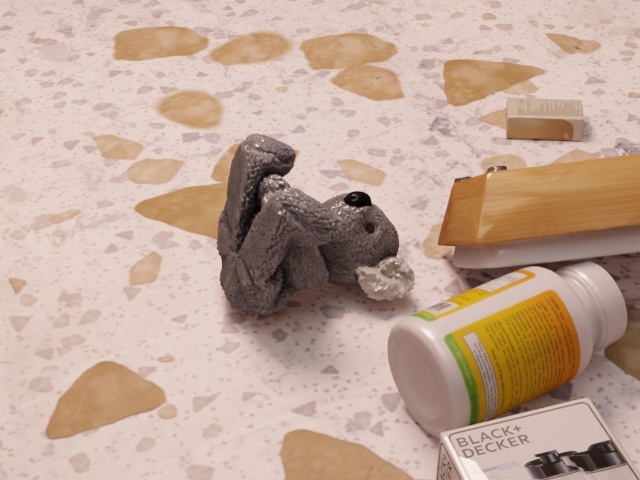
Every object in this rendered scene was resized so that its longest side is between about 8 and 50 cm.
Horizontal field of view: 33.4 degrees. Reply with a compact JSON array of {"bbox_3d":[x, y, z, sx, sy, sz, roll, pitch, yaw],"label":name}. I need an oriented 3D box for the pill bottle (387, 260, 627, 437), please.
[{"bbox_3d":[0.209,0.109,1.171,0.245,0.136,0.136,-21,41,-22],"label":"pill bottle"}]

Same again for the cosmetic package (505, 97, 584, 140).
[{"bbox_3d":[0.340,-0.185,1.624,0.115,0.041,0.060,3,38,8],"label":"cosmetic package"}]

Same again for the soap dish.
[{"bbox_3d":[0.302,-0.038,1.297,0.290,0.118,0.229,-8,0,-5],"label":"soap dish"}]

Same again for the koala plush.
[{"bbox_3d":[0.000,0.000,1.326,0.221,0.203,0.196,4,32,-27],"label":"koala plush"}]

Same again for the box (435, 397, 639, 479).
[{"bbox_3d":[0.232,0.288,0.977,0.169,0.087,0.290,-11,38,-11],"label":"box"}]
